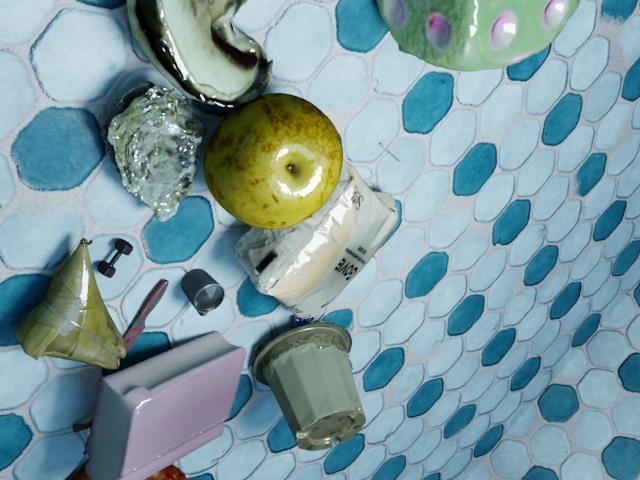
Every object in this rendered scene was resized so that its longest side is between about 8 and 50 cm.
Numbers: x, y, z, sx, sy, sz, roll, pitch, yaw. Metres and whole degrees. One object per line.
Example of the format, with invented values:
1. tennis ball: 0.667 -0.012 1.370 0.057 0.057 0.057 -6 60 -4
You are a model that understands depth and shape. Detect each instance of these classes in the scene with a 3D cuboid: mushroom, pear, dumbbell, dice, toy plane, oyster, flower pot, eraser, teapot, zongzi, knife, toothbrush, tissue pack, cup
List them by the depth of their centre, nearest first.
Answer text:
1. mushroom: -0.220 -0.389 1.302 0.344 0.130 0.247 48 61 -51
2. oyster: -0.300 -0.171 1.400 0.198 0.112 0.267 -40 141 -9
3. pear: -0.096 -0.155 1.460 0.281 0.281 0.280 -22 132 -27
4. dice: 0.313 -0.544 1.484 0.322 0.318 0.330 -25 133 -23
5. zongzi: -0.461 0.132 1.505 0.228 0.115 0.256 28 90 -51
6. dumbbell: -0.418 0.036 1.508 0.083 0.036 0.040 -52 138 3
7. knife: -0.405 0.187 1.651 0.035 0.018 0.247 21 108 -50
8. cup: -0.269 0.121 1.668 0.078 0.077 0.100 -9 125 -36
9. eraser: -0.347 0.386 1.690 0.359 0.122 0.272 -17 131 -56
10. teapot: -0.513 0.416 1.695 0.111 0.080 0.085 2 133 4
11. tissue pack: 0.000 0.000 1.734 0.390 0.195 0.375 -51 152 3
12. toothbrush: 0.172 -0.219 1.840 0.008 0.006 0.097 -56 138 2
13. flower pot: -0.009 0.385 1.908 0.291 0.259 0.290 -15 140 -13
14. toy plane: -0.033 0.242 1.987 0.062 0.054 0.167 -27 139 14

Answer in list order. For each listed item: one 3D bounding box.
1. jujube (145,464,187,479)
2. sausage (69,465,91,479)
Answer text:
1. jujube: -0.413 0.689 1.895 0.216 0.216 0.342 -35 144 -15
2. sausage: -0.608 0.654 1.764 0.348 0.097 0.094 -48 146 -2
